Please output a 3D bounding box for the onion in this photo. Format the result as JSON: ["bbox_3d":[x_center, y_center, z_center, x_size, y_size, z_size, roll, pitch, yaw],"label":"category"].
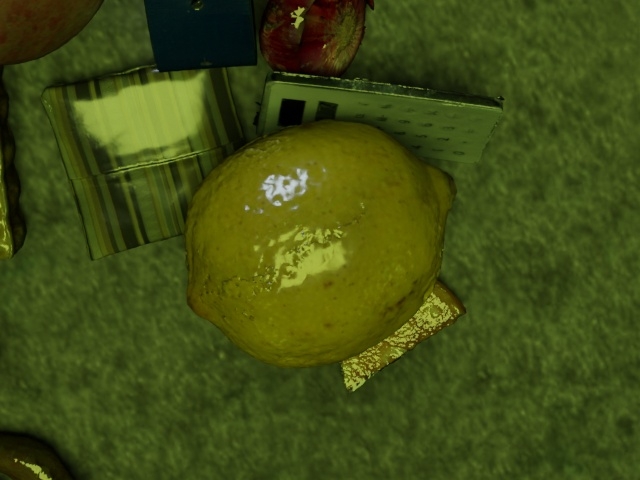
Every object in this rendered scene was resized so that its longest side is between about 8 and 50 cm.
[{"bbox_3d":[-0.024,-0.247,1.551,0.140,0.150,0.150,30,109,27],"label":"onion"}]

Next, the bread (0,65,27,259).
[{"bbox_3d":[-0.382,-0.104,1.578,0.098,0.087,0.269,-15,114,-28],"label":"bread"}]

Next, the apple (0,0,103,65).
[{"bbox_3d":[-0.356,-0.300,1.406,0.345,0.344,0.269,-3,139,-2],"label":"apple"}]

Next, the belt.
[{"bbox_3d":[-0.131,-0.334,1.449,0.117,0.212,0.346,-3,122,0],"label":"belt"}]

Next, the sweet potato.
[{"bbox_3d":[-0.376,0.263,1.728,0.250,0.059,0.069,24,77,2],"label":"sweet potato"}]

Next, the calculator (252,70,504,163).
[{"bbox_3d":[0.059,-0.134,1.571,0.262,0.161,0.021,6,71,-4],"label":"calculator"}]

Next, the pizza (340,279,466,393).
[{"bbox_3d":[0.075,0.101,1.700,0.185,0.036,0.176,10,106,-2],"label":"pizza"}]

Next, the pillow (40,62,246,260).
[{"bbox_3d":[-0.185,-0.096,1.614,0.212,0.052,0.208,-15,109,-2],"label":"pillow"}]

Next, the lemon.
[{"bbox_3d":[0.000,0.000,1.536,0.310,0.258,0.258,-28,108,-2],"label":"lemon"}]
